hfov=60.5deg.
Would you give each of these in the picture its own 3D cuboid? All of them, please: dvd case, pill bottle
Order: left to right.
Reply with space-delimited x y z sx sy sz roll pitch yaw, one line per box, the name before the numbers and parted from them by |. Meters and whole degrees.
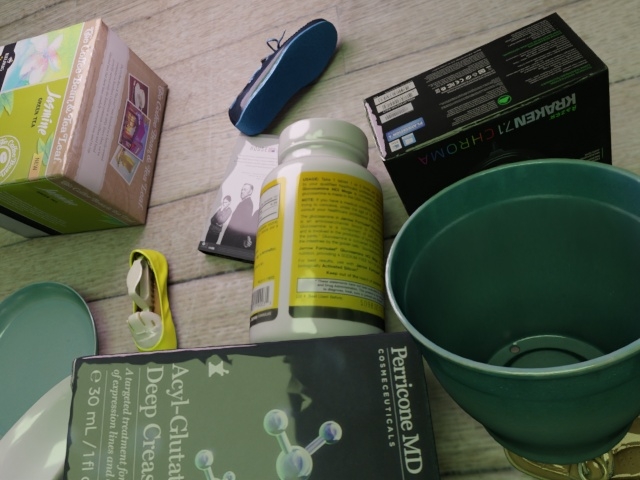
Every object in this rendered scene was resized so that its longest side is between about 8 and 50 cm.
dvd case | -0.102 -0.076 0.967 0.179 0.029 0.239 10 73 25
pill bottle | 0.000 0.000 0.805 0.187 0.188 0.334 -6 68 20

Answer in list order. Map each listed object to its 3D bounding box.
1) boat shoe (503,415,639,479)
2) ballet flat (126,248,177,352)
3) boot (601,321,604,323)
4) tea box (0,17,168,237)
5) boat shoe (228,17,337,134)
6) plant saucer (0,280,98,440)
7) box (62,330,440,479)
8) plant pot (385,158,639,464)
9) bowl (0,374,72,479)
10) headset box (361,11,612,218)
boat shoe | 0.355 0.232 0.624 0.285 0.089 0.105 -6 68 20
ballet flat | -0.298 0.117 0.942 0.077 0.077 0.231 -18 64 14
boot | 0.472 0.096 0.635 0.176 0.088 0.244 -48 56 -3
tea box | -0.510 -0.203 1.074 0.323 0.220 0.329 -6 68 19
boat shoe | -0.081 -0.315 1.009 0.258 0.109 0.089 -44 45 -7
plant saucer | -0.530 0.233 1.011 0.317 0.044 0.318 -8 67 19
box | -0.070 0.286 0.644 0.395 0.212 0.294 -5 66 -1
plant pot | 0.235 0.097 0.584 0.271 0.255 0.272 -16 38 13
bowl | -0.381 0.346 0.800 0.298 0.134 0.298 -33 25 17
headset box | 0.223 -0.091 0.707 0.246 0.283 0.131 -21 47 12
